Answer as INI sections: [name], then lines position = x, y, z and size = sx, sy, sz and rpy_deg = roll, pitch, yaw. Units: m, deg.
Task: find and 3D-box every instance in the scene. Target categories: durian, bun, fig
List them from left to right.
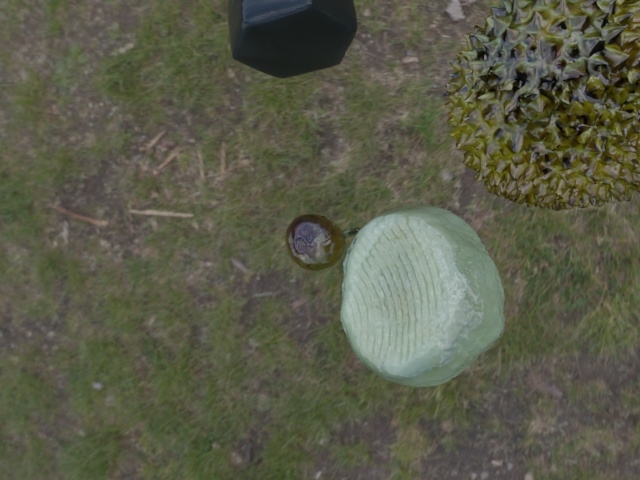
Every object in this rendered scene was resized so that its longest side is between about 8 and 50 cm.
[fig]
position = 0.000, 0.000, 1.134
size = 0.084, 0.098, 0.082
rpy_deg = -27, 80, 34
[bun]
position = 0.112, 0.059, 0.906
size = 0.195, 0.118, 0.195
rpy_deg = -5, 82, 44
[durian]
position = 0.274, -0.161, 0.869
size = 0.293, 0.258, 0.258
rpy_deg = -18, 96, 4

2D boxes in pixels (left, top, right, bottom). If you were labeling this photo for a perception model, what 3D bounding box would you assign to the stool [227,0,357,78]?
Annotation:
[stool]
position = -0.053, -0.395, 1.466
size = 0.232, 0.232, 0.141
rpy_deg = -17, 68, 23
